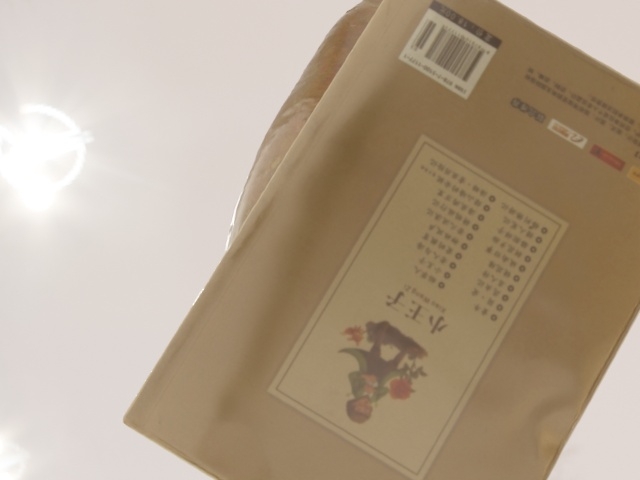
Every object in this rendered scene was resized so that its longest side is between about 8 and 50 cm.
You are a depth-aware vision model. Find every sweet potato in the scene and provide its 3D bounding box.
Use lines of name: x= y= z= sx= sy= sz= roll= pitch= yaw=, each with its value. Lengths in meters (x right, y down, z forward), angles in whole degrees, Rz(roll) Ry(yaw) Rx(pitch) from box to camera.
sweet potato: x=-0.004 y=0.002 z=0.650 sx=0.079 sy=0.108 sz=0.346 roll=11 pitch=-98 yaw=27

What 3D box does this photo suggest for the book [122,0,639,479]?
book: x=0.041 y=0.015 z=0.404 sx=0.138 sy=0.198 sz=0.016 roll=32 pitch=-8 yaw=1
